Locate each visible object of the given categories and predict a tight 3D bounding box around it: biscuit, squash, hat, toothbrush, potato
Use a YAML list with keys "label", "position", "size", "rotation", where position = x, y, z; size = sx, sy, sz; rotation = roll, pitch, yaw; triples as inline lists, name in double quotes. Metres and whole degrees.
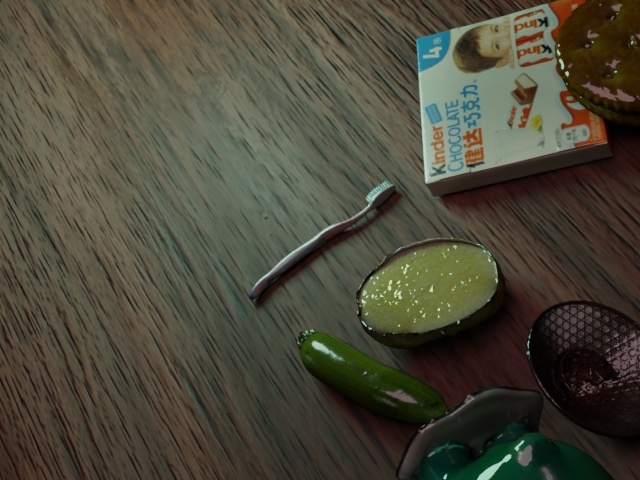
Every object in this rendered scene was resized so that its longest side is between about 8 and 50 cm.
- label: "biscuit"
  position: [0.431, -0.252, 1.739]
  size: [0.221, 0.066, 0.220]
  rotation: [-4, 56, 6]
- label: "squash"
  position: [0.056, 0.184, 1.691]
  size: [0.258, 0.069, 0.069]
  rotation: [24, 74, 36]
- label: "hat"
  position: [0.328, 0.173, 1.558]
  size: [0.193, 0.082, 0.193]
  rotation: [11, 50, -13]
- label: "toothbrush"
  position: [0.000, 0.000, 1.860]
  size: [0.269, 0.021, 0.027]
  rotation: [-38, 39, 1]
- label: "potato"
  position: [0.152, 0.083, 1.698]
  size: [0.200, 0.081, 0.164]
  rotation: [-18, 46, 12]

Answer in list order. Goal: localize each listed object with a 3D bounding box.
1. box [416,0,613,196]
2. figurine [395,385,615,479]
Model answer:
- label: "box"
  position: [0.273, -0.211, 1.834]
  size: [0.265, 0.048, 0.273]
  rotation: [-14, 57, 19]
- label: "figurine"
  position: [0.246, 0.336, 1.393]
  size: [0.324, 0.231, 0.340]
  rotation: [-14, 43, -22]
